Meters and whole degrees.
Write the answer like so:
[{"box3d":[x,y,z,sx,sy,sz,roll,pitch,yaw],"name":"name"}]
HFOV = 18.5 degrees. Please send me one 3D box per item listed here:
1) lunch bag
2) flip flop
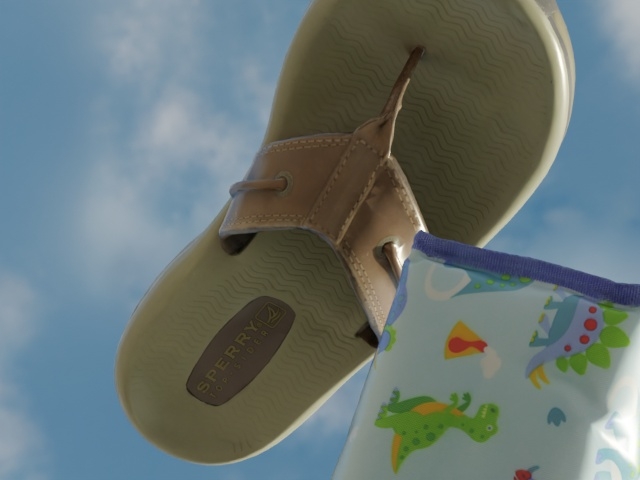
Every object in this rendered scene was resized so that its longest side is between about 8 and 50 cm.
[{"box3d":[0.064,0.087,0.631,0.096,0.151,0.129,16,-106,19],"name":"lunch bag"},{"box3d":[0.000,0.000,0.756,0.112,0.080,0.277,34,-58,-7],"name":"flip flop"}]
